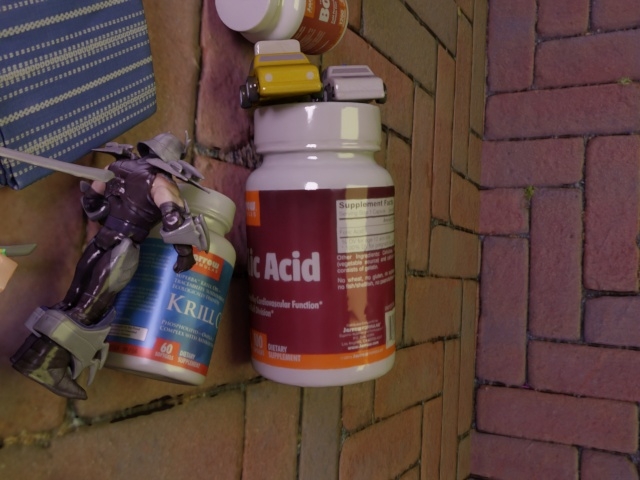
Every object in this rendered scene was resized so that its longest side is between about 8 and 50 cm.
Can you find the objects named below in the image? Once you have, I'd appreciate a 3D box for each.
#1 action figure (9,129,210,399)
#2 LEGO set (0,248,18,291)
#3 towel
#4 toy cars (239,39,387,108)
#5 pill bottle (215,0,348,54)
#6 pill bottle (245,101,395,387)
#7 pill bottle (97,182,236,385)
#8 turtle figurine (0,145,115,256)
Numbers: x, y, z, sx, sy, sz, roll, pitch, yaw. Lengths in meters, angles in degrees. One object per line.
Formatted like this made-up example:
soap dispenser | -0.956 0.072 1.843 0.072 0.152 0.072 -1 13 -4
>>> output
action figure | -0.206 0.008 0.625 0.099 0.185 0.284 36 76 -41
LEGO set | -0.289 0.086 0.478 0.286 0.132 0.107 -65 171 26
towel | -0.260 -0.243 0.593 0.243 0.040 0.335 -51 147 -50
toy cars | -0.007 -0.251 0.957 0.394 0.177 0.087 -18 106 -60
pill bottle | -0.055 -0.346 0.924 0.216 0.121 0.121 -20 109 -60
pill bottle | 0.000 0.000 0.933 0.224 0.224 0.391 -11 100 -61
pill bottle | -0.170 0.050 0.730 0.124 0.124 0.221 39 58 -55
turtle figurine | -0.306 -0.021 0.408 0.266 0.198 0.274 -53 133 -39
